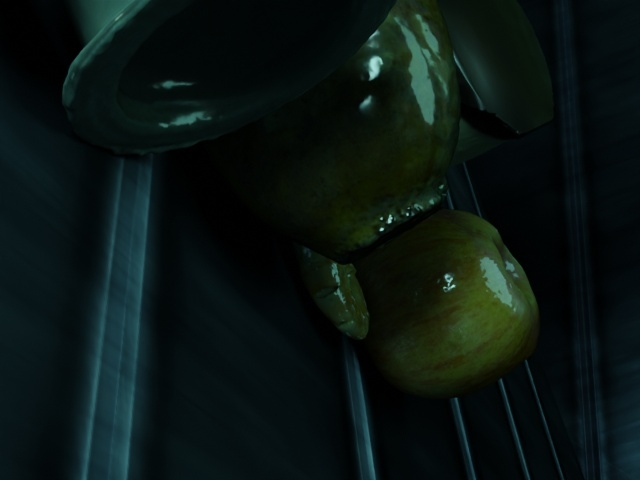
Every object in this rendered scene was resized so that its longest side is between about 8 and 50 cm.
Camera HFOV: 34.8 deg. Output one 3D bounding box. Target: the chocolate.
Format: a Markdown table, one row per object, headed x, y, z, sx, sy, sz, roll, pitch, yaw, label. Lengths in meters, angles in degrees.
| x | y | z | sx | sy | sz | roll | pitch | yaw | label |
| --- | --- | --- | --- | --- | --- | --- | --- | --- | --- |
| 0.156 | -0.245 | 1.551 | 0.314 | 0.297 | 0.326 | 59 | 32 | 1 | chocolate |

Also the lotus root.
| x | y | z | sx | sy | sz | roll | pitch | yaw | label |
| --- | --- | --- | --- | --- | --- | --- | --- | --- | --- |
| -0.005 | -0.153 | 0.898 | 0.346 | 0.250 | 0.250 | 68 | 14 | 9 | lotus root |

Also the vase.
| x | y | z | sx | sy | sz | roll | pitch | yaw | label |
| --- | --- | --- | --- | --- | --- | --- | --- | --- | --- |
| -0.117 | -0.239 | 0.704 | 0.291 | 0.245 | 0.245 | 61 | 12 | 15 | vase |

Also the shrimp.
| x | y | z | sx | sy | sz | roll | pitch | yaw | label |
| --- | --- | --- | --- | --- | --- | --- | --- | --- | --- |
| -0.002 | 0.001 | 1.035 | 0.115 | 0.051 | 0.217 | 28 | 39 | -77 | shrimp |

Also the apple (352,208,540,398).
| x | y | z | sx | sy | sz | roll | pitch | yaw | label |
| --- | --- | --- | --- | --- | --- | --- | --- | --- | --- |
| 0.135 | 0.070 | 1.138 | 0.211 | 0.187 | 0.211 | 56 | 16 | -24 | apple |
